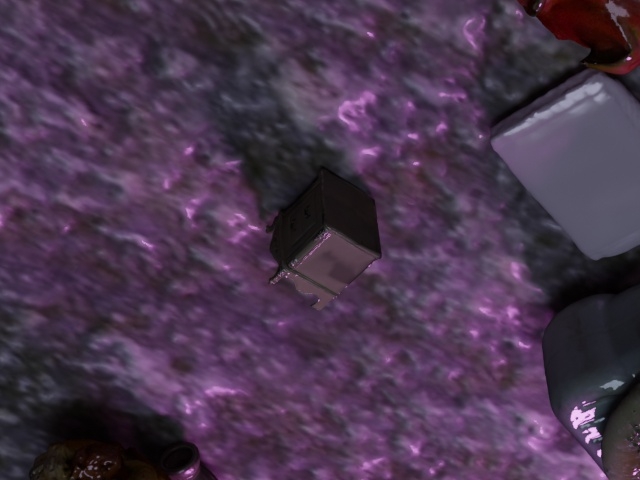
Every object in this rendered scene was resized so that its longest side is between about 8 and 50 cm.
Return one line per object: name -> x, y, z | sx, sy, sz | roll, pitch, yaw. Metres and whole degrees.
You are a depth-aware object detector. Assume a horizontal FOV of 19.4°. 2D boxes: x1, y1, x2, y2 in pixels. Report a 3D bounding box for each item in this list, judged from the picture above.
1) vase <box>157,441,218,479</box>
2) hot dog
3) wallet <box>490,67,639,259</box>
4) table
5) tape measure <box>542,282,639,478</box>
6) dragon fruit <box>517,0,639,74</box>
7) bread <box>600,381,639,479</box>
vase -> -0.120, 0.244, 1.807 | 0.053, 0.053, 0.101 | -17, 124, 10
hot dog -> -0.194, 0.252, 1.771 | 0.146, 0.103, 0.213 | 16, 152, 10
wallet -> 0.237, -0.064, 1.591 | 0.124, 0.032, 0.183 | -32, 126, 21
table -> 0.000, 0.000, 1.597 | 0.062, 0.079, 0.083 | 30, 123, -26
tape measure -> 0.330, 0.132, 1.700 | 0.246, 0.125, 0.243 | -24, 134, 19
dragon fruit -> 0.254, -0.237, 1.346 | 0.200, 0.198, 0.269 | 9, 151, -39
bread -> 0.375, 0.180, 1.634 | 0.267, 0.040, 0.267 | -3, 136, -3
